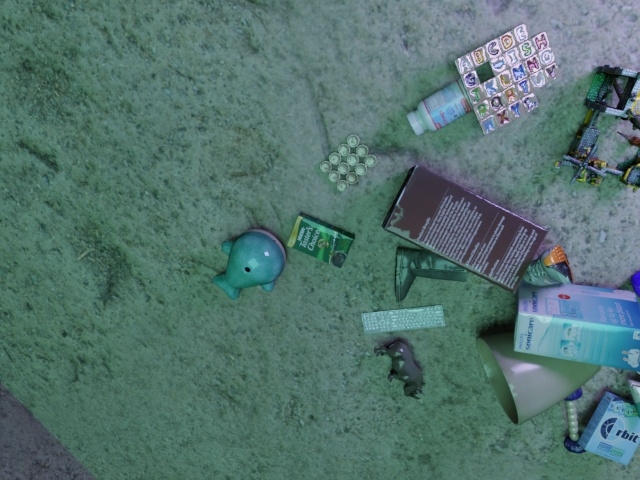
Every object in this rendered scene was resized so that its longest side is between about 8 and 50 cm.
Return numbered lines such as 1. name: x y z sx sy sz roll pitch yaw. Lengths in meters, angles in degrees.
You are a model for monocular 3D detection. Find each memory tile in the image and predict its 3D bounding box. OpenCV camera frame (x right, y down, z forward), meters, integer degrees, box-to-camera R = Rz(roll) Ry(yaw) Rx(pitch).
1. memory tile: 0.080 -0.219 1.372 0.148 0.012 0.113 -40 99 23

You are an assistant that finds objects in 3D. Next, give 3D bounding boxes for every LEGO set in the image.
1. LEGO set: 0.727 -0.258 1.115 0.254 0.192 0.331 22 115 3

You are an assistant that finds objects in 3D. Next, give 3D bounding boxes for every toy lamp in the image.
1. toy lamp: 0.774 0.529 1.485 0.080 0.080 0.275 -11 108 16

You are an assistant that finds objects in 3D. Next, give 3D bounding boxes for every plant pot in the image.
1. plant pot: 0.634 0.356 1.375 0.273 0.256 0.257 -20 107 3

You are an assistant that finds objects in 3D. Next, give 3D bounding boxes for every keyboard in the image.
1. keyboard: 0.260 0.250 1.521 0.255 0.014 0.072 -9 109 15

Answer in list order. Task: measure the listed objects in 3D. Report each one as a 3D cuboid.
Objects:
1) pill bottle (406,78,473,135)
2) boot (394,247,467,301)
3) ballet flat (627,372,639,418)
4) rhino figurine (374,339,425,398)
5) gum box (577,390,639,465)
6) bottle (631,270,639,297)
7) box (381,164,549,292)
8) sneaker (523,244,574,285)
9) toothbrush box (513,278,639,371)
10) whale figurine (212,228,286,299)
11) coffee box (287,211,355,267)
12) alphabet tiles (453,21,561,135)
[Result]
1. pill bottle: 0.307 -0.336 1.234 0.160 0.087 0.087 -27 104 21
2. boot: 0.326 0.104 1.424 0.208 0.076 0.190 3 114 4
3. ballet flat: 0.941 0.401 1.385 0.087 0.083 0.248 18 100 12
4. rhino figurine: 0.271 0.425 1.557 0.106 0.073 0.243 -22 107 22
5. gum box: 0.895 0.569 1.453 0.156 0.041 0.185 22 99 -8
6. bottle: 0.970 0.188 1.296 0.283 0.092 0.118 46 119 -8
7. box: 0.374 -0.032 1.290 0.381 0.143 0.191 27 96 0
8. sneaker: 0.589 0.082 1.264 0.121 0.262 0.099 -18 71 27
9. toothbrush box: 0.677 0.214 1.282 0.295 0.216 0.126 5 113 22
10. whale figurine: -0.234 0.091 1.495 0.272 0.141 0.216 -40 99 24
11. coffee box: 0.000 0.000 1.462 0.184 0.040 0.113 24 115 2
12. alphabet tiles: 0.464 -0.399 1.169 0.237 0.009 0.198 -29 104 -1
